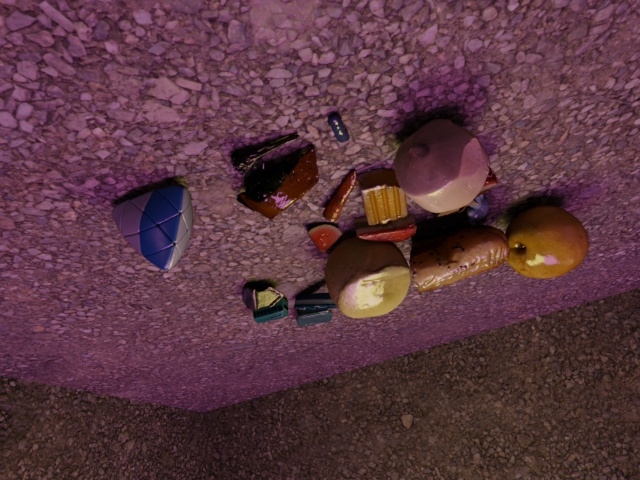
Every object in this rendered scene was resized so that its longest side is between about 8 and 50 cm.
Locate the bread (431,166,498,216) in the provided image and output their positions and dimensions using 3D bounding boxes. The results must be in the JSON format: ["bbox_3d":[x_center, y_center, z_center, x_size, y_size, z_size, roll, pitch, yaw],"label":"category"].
[{"bbox_3d":[0.452,-0.162,1.594,0.212,0.142,0.224,-25,170,-2],"label":"bread"}]

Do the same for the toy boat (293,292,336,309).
[{"bbox_3d":[-0.001,0.269,2.214,0.096,0.061,0.299,19,159,-39],"label":"toy boat"}]

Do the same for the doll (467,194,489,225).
[{"bbox_3d":[0.546,-0.135,1.788,0.120,0.075,0.180,-56,135,-5],"label":"doll"}]

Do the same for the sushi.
[{"bbox_3d":[-0.126,-0.155,1.421,0.287,0.140,0.149,-34,-178,35],"label":"sushi"}]

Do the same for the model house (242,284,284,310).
[{"bbox_3d":[-0.244,0.231,2.125,0.152,0.106,0.165,-11,-170,-27],"label":"model house"}]

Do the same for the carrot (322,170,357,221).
[{"bbox_3d":[0.073,-0.149,1.602,0.057,0.057,0.224,2,143,-25],"label":"carrot"}]

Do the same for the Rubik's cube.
[{"bbox_3d":[-0.472,-0.081,1.431,0.255,0.254,0.254,-10,152,-5],"label":"Rubik's cube"}]

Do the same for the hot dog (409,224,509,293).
[{"bbox_3d":[0.524,0.048,1.901,0.366,0.196,0.367,-16,-174,13],"label":"hot dog"}]

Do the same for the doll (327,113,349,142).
[{"bbox_3d":[0.050,-0.297,1.339,0.037,0.027,0.125,-18,154,11],"label":"doll"}]

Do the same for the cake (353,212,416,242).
[{"bbox_3d":[0.229,-0.035,1.821,0.221,0.086,0.116,-10,150,-6],"label":"cake"}]

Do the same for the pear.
[{"bbox_3d":[0.868,0.010,1.945,0.315,0.314,0.314,-10,152,-5],"label":"pear"}]

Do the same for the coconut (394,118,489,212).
[{"bbox_3d":[0.334,-0.212,1.389,0.245,0.244,0.247,-26,150,24],"label":"coconut"}]

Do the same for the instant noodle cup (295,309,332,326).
[{"bbox_3d":[-0.035,0.362,2.457,0.179,0.070,0.157,-11,153,-3],"label":"instant noodle cup"}]

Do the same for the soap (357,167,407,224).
[{"bbox_3d":[0.205,-0.142,1.631,0.140,0.073,0.232,-17,151,4],"label":"soap"}]

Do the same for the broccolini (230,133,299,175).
[{"bbox_3d":[-0.145,-0.230,1.345,0.201,0.073,0.058,-17,134,3],"label":"broccolini"}]

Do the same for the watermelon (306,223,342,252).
[{"bbox_3d":[0.000,0.000,1.788,0.135,0.094,0.125,20,145,-40],"label":"watermelon"}]

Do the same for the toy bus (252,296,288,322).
[{"bbox_3d":[-0.225,0.318,2.277,0.160,0.091,0.079,-17,153,8],"label":"toy bus"}]

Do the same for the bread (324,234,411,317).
[{"bbox_3d":[0.177,0.131,1.886,0.321,0.237,0.320,-5,124,-8],"label":"bread"}]
